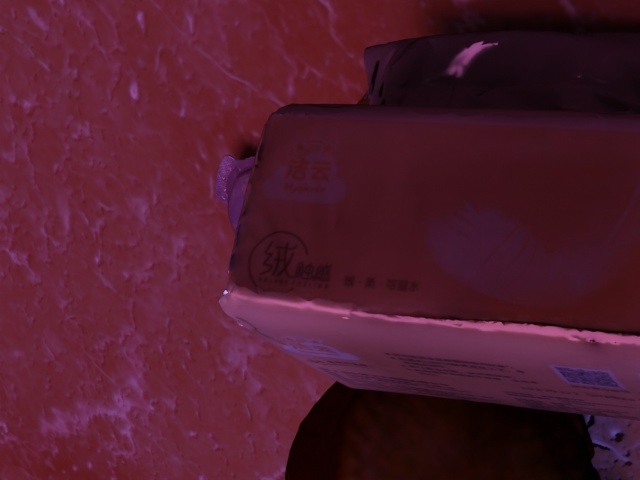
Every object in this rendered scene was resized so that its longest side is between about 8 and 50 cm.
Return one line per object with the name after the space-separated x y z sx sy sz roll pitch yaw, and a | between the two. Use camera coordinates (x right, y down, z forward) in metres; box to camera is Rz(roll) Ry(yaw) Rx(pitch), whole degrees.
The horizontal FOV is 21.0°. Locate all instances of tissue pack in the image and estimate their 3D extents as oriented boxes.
0.135 -0.020 1.001 0.306 0.238 0.238 4 122 26 | tissue pack

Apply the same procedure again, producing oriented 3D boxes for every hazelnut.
0.093 0.177 1.205 0.229 0.229 0.229 22 132 27 | hazelnut

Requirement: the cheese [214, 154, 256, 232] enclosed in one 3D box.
0.000 0.000 1.263 0.191 0.042 0.105 31 137 16 | cheese

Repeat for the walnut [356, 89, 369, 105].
0.057 -0.047 1.172 0.121 0.052 0.091 51 141 1 | walnut
